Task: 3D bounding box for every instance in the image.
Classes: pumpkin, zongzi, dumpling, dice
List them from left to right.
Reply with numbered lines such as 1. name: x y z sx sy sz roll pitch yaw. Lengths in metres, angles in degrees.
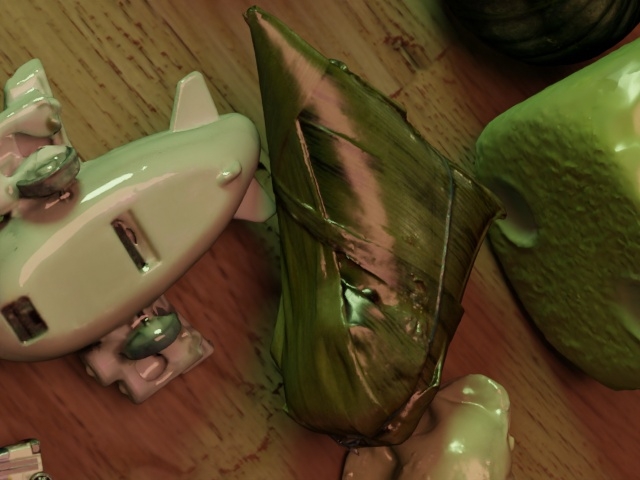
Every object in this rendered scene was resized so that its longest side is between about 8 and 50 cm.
1. zongzi: 0.000 0.000 1.129 0.274 0.125 0.250 42 55 -37
2. dumpling: 0.084 0.191 1.216 0.134 0.100 0.169 4 100 16
3. pumpkin: 0.199 -0.265 1.257 0.250 0.216 0.249 -20 121 -38
4. dice: 0.291 -0.042 1.235 0.252 0.254 0.249 -29 91 -21

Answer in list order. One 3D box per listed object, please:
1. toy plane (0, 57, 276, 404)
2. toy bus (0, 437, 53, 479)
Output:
1. toy plane: -0.149 -0.010 1.127 0.267 0.123 0.266 -5 99 -32
2. toy bus: -0.220 0.196 1.108 0.058 0.052 0.102 -9 88 -23
